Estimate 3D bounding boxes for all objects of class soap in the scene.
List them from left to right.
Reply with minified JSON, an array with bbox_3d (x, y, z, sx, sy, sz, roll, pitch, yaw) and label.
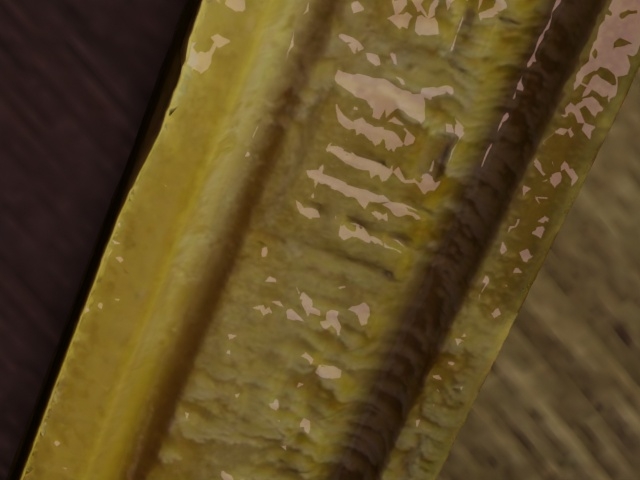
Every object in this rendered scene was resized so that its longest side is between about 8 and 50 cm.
[{"bbox_3d":[0.000,0.000,0.436,0.092,0.037,0.252,20,117,-7],"label":"soap"}]
